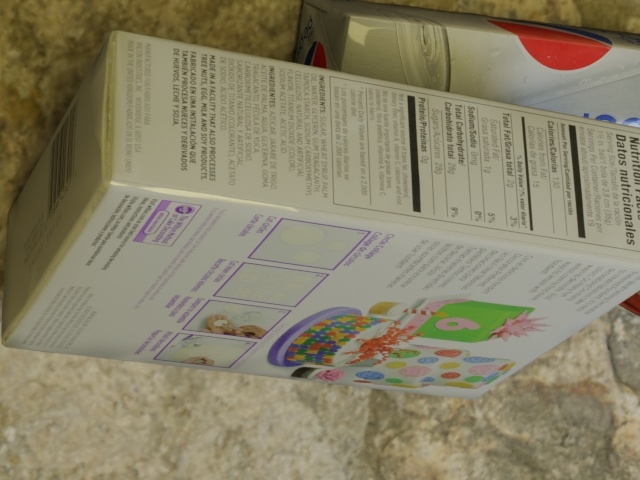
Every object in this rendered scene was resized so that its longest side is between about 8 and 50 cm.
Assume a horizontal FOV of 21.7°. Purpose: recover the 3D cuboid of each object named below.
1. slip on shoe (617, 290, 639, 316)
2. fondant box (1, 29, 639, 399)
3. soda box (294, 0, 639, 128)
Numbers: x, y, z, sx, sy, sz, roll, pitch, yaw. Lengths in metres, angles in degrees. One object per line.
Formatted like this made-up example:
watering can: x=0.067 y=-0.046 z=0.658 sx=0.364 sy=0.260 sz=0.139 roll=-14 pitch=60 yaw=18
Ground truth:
slip on shoe: x=0.338 y=0.041 z=1.191 sx=0.331 sy=0.101 sz=0.123 roll=16 pitch=100 yaw=-24
fondant box: x=0.000 y=0.000 z=0.986 sx=0.330 sy=0.238 sz=0.096 roll=9 pitch=63 yaw=-21
soda box: x=0.127 y=-0.092 z=1.079 sx=0.286 sy=0.091 sz=0.098 roll=5 pitch=105 yaw=-20
